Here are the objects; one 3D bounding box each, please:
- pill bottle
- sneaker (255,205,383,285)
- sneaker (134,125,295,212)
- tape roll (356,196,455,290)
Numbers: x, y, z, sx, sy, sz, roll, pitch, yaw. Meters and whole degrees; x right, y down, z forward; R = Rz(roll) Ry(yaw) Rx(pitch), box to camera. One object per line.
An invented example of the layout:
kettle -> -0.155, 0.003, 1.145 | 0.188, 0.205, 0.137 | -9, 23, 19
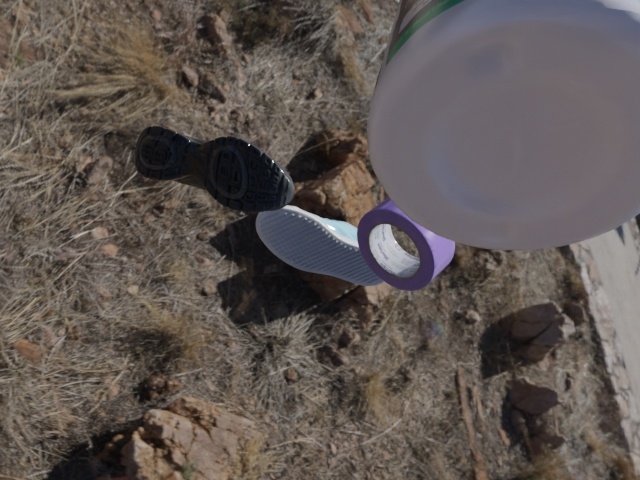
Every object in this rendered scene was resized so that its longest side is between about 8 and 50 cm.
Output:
pill bottle -> 0.167, -0.185, 0.435 | 0.204, 0.204, 0.361 | 40, 46, -26
sneaker -> 0.000, 0.000, 1.233 | 0.366, 0.135, 0.150 | 27, 17, -24
sneaker -> -0.160, -0.120, 0.822 | 0.130, 0.286, 0.109 | -3, 113, -68
tape roll -> 0.171, 0.004, 1.022 | 0.080, 0.189, 0.189 | -36, 101, -34
